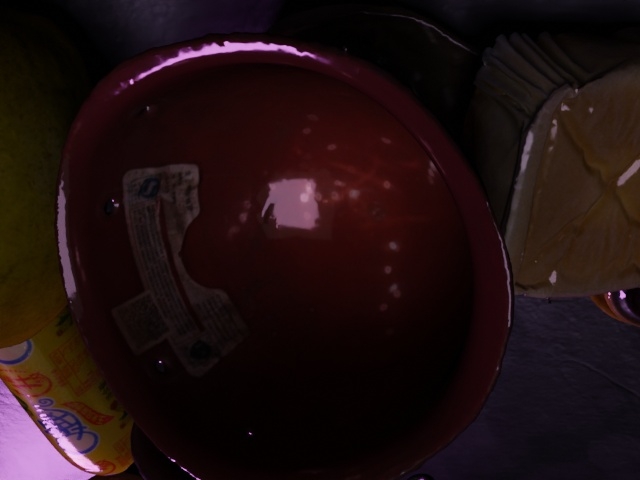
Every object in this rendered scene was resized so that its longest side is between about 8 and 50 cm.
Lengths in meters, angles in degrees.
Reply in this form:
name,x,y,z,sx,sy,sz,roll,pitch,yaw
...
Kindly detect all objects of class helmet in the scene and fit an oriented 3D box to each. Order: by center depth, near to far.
name,x,y,z,sx,sy,sz,roll,pitch,yaw
helmet,0.000,0.000,0.690,0.384,0.230,0.338,-16,96,33

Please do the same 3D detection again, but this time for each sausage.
name,x,y,z,sx,sy,sz,roll,pitch,yaw
sausage,-0.293,0.137,0.987,0.123,0.123,0.347,-13,123,20

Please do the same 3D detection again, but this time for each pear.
name,x,y,z,sx,sy,sz,roll,pitch,yaw
pear,-0.308,-0.055,0.774,0.252,0.253,0.307,14,104,1

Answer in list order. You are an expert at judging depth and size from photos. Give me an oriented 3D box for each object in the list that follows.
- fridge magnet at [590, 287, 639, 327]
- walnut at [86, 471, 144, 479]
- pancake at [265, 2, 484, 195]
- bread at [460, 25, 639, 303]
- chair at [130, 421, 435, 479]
name,x,y,z,sx,sy,sz,roll,pitch,yaw
fridge magnet,0.320,0.032,0.821,0.143,0.063,0.143,7,130,8
walnut,-0.258,0.382,1.154,0.180,0.144,0.144,30,126,-6
pancake,0.054,-0.077,0.806,0.294,0.049,0.295,6,123,9
bread,0.210,-0.066,0.713,0.192,0.110,0.210,-8,122,-17
chair,-0.004,0.288,0.976,0.226,0.227,0.401,-30,114,29
